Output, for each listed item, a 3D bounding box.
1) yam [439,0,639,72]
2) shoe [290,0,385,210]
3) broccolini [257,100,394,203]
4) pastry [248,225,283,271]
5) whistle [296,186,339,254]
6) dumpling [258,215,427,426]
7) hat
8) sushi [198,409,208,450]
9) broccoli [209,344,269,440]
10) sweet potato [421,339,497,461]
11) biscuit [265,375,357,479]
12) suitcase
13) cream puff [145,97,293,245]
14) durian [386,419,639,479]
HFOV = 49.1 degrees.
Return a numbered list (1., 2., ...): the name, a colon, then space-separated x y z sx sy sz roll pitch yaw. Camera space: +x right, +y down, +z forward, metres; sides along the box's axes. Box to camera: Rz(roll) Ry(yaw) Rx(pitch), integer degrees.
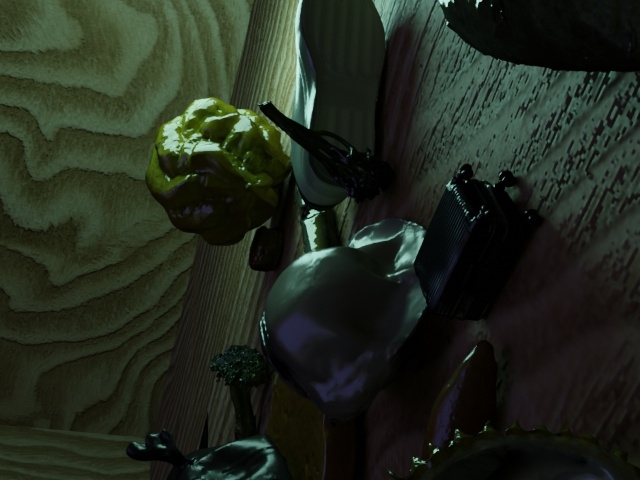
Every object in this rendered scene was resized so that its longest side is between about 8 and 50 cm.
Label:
1. yam: 0.171 -0.182 0.451 0.254 0.154 0.154 -137 58 -68
2. shoe: 0.014 -0.216 1.057 0.160 0.131 0.363 127 146 -67
3. broccolini: 0.006 -0.125 0.896 0.058 0.201 0.074 -49 1 23
4. pastry: -0.115 0.017 1.469 0.109 0.057 0.097 -106 32 -55
5. whistle: 0.001 0.000 1.082 0.068 0.057 0.326 56 -167 -36
6. dumpling: 0.020 0.069 0.786 0.293 0.163 0.204 -99 23 -63
7. hat: -0.170 0.381 0.963 0.336 0.209 0.238 144 130 -70
8. sushi: -0.226 0.599 1.431 0.343 0.064 0.359 -88 1 -64
9. broccoli: -0.149 0.304 1.367 0.122 0.118 0.204 -159 63 -63
10. sweet potato: 0.110 0.179 0.595 0.055 0.058 0.202 34 114 50
11. biscuit: -0.018 0.298 0.959 0.312 0.057 0.351 128 148 -61
12. suitcase: 0.132 0.006 0.621 0.086 0.059 0.126 -100 23 -52
13. cream puff: -0.187 -0.163 1.457 0.257 0.291 0.324 -22 21 51
14. durian: 0.125 0.214 0.402 0.237 0.138 0.193 -29 46 13
